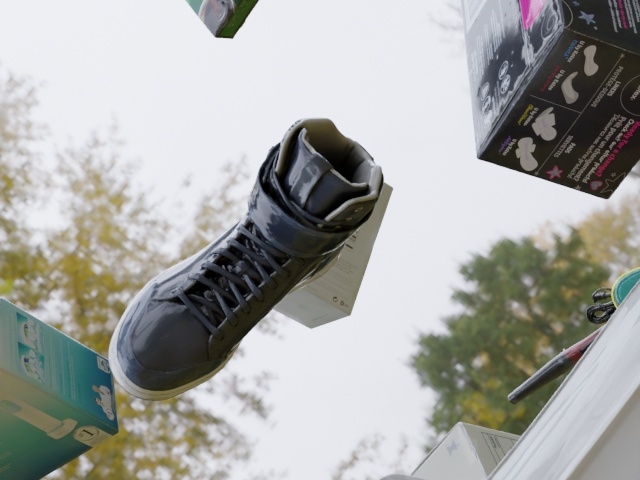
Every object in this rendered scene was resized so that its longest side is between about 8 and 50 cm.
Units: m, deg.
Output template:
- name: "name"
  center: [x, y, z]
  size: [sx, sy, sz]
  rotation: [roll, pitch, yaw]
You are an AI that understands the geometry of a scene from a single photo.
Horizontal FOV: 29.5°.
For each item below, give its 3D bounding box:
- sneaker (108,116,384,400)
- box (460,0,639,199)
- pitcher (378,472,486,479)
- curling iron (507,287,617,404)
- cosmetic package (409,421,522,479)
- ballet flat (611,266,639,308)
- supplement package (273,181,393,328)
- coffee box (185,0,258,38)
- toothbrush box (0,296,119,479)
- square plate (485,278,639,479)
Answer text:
- name: "sneaker"
  center: [-0.048, 0.007, 0.839]
  size: [0.226, 0.086, 0.163]
  rotation: [-41, -8, -32]
- name: "box"
  center: [0.228, -0.187, 1.105]
  size: [0.247, 0.142, 0.163]
  rotation: [-88, 20, -44]
- name: "pitcher"
  center: [0.150, 0.337, 1.217]
  size: [0.178, 0.207, 0.125]
  rotation: [-4, -37, -16]
- name: "curling iron"
  center: [0.386, 0.169, 1.896]
  size: [0.274, 0.068, 0.035]
  rotation: [-51, -10, 32]
- name: "cosmetic package"
  center: [0.271, 0.343, 1.514]
  size: [0.296, 0.153, 0.129]
  rotation: [19, -56, -31]
- name: "ballet flat"
  center: [0.457, 0.058, 1.415]
  size: [0.077, 0.231, 0.077]
  rotation: [42, -141, -73]
- name: "supplement package"
  center: [0.000, 0.000, 1.989]
  size: [0.139, 0.134, 0.244]
  rotation: [-26, 40, 57]
- name: "coffee box"
  center: [-0.142, -0.351, 1.507]
  size: [0.040, 0.184, 0.113]
  rotation: [-10, -33, -51]
- name: "toothbrush box"
  center: [-0.443, 0.197, 1.579]
  size: [0.216, 0.126, 0.295]
  rotation: [-33, -43, 19]
- name: "square plate"
  center: [0.318, 0.246, 0.988]
  size: [0.344, 0.347, 0.049]
  rotation: [-50, -6, -8]
